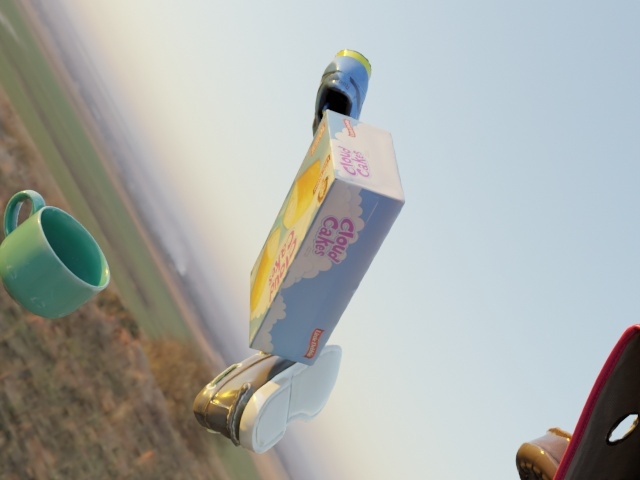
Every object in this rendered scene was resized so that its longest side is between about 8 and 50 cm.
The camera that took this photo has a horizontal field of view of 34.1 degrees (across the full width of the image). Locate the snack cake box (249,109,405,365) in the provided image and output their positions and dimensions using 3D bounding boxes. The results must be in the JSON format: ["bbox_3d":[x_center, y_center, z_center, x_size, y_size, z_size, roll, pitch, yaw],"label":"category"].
[{"bbox_3d":[0.000,0.000,1.241,0.152,0.089,0.264,-93,-155,-55],"label":"snack cake box"}]

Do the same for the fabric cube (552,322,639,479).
[{"bbox_3d":[0.365,0.207,0.798,0.259,0.258,0.254,45,-47,41],"label":"fabric cube"}]

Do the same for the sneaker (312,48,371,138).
[{"bbox_3d":[0.016,-0.156,1.391,0.069,0.082,0.209,22,-36,7],"label":"sneaker"}]

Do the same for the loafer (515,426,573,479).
[{"bbox_3d":[0.361,0.297,1.108,0.366,0.130,0.134,38,-10,-15],"label":"loafer"}]

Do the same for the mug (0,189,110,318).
[{"bbox_3d":[-0.355,0.027,1.353,0.129,0.097,0.157,41,18,-44],"label":"mug"}]

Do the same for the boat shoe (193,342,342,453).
[{"bbox_3d":[-0.056,0.186,1.339,0.305,0.091,0.109,-17,119,-67],"label":"boat shoe"}]
